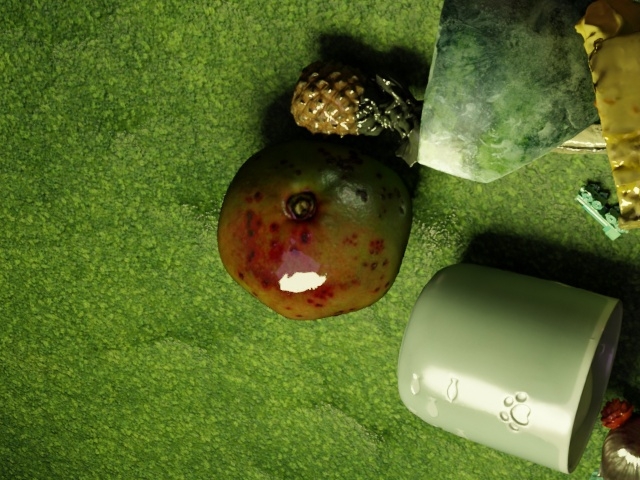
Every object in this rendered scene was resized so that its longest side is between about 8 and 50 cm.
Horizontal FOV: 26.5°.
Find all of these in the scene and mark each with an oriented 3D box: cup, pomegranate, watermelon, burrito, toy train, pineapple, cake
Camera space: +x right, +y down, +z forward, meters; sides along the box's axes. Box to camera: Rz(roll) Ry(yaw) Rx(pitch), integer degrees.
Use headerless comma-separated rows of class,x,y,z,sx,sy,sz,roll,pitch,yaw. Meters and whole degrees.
cup,0.276,0.202,2.015,0.274,0.259,0.357,17,149,19
pomegranate,0.011,-0.019,2.021,0.290,0.323,0.291,0,90,28
watermelon,0.266,-0.231,1.793,0.289,0.213,0.320,1,86,-7
burrito,0.341,-0.141,1.856,0.185,0.041,0.045,6,83,27
toy train,0.396,-0.042,1.904,0.092,0.029,0.045,43,148,1
pineapple,0.081,-0.181,1.909,0.237,0.111,0.119,15,140,28
cake,0.434,-0.170,1.603,0.227,0.222,0.286,-11,86,14

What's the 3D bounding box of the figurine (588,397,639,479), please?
figurine,0.471,0.356,2.097,0.138,0.110,0.245,25,139,15
